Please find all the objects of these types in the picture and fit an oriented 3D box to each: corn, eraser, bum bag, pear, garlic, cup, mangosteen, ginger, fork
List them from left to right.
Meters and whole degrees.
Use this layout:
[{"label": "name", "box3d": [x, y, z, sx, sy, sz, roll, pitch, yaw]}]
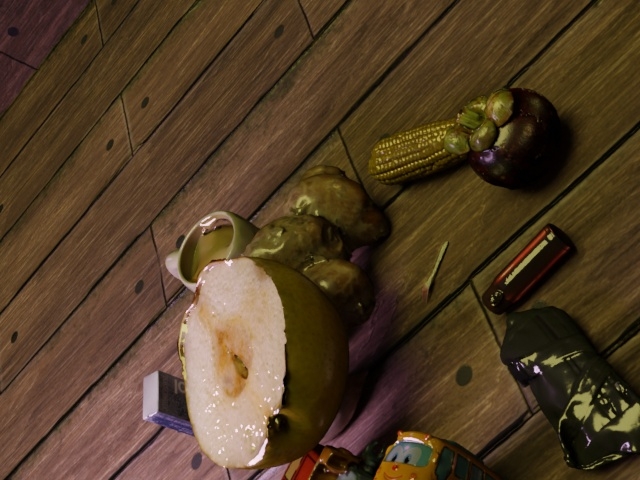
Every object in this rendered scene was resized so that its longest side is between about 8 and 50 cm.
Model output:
[{"label": "eraser", "box3d": [-0.244, 0.324, 2.200, 0.046, 0.212, 0.092, -32, 47, 34]}, {"label": "cup", "box3d": [-0.179, 0.073, 2.221, 0.255, 0.202, 0.173, -31, 46, 29]}, {"label": "pear", "box3d": [-0.075, 0.203, 1.894, 0.340, 0.191, 0.386, -65, 35, 23]}, {"label": "garlic", "box3d": [-0.011, 0.303, 2.026, 0.206, 0.128, 0.115, -21, 77, 34]}, {"label": "ginger", "box3d": [0.000, 0.000, 2.097, 0.256, 0.176, 0.375, 5, 45, 11]}, {"label": "corn", "box3d": [0.185, -0.160, 2.062, 0.261, 0.097, 0.097, -15, 58, 43]}, {"label": "fork", "box3d": [0.198, 0.053, 1.984, 0.016, 0.012, 0.115, 15, 81, 47]}, {"label": "mangosteen", "box3d": [0.297, -0.172, 1.852, 0.166, 0.180, 0.166, -42, 38, 45]}, {"label": "bum bag", "box3d": [0.350, 0.206, 1.645, 0.142, 0.079, 0.326, -50, 37, 13]}]

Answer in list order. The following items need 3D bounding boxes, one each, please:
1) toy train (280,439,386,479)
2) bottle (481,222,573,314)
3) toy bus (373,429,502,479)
[{"label": "toy train", "box3d": [0.000, 0.474, 1.857, 0.369, 0.163, 0.231, -63, 23, 1]}, {"label": "bottle", "box3d": [0.320, 0.049, 1.794, 0.164, 0.060, 0.060, -49, 39, 21]}, {"label": "toy bus", "box3d": [0.175, 0.364, 1.668, 0.126, 0.209, 0.136, -3, 56, 52]}]
